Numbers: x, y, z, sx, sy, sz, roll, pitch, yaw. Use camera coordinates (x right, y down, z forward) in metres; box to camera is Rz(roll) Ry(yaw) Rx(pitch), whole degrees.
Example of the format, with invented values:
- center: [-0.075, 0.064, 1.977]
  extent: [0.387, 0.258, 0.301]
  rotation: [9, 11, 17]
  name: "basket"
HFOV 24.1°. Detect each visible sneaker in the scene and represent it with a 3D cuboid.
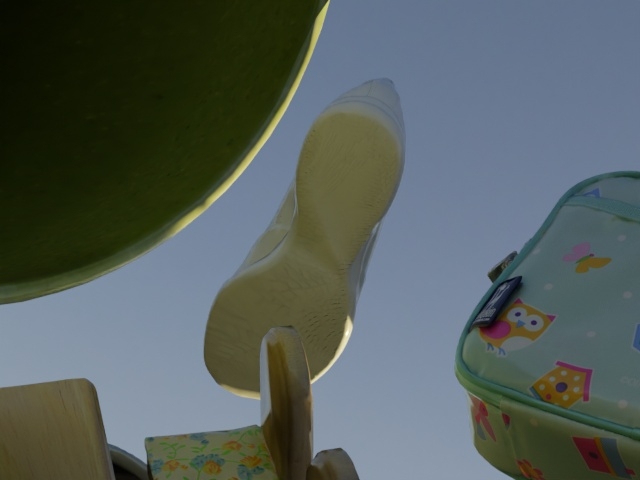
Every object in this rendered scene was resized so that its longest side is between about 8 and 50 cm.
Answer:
- center: [0.000, 0.000, 0.882]
  extent: [0.080, 0.094, 0.212]
  rotation: [27, -62, -2]
  name: "sneaker"

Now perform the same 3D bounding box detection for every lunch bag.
- center: [0.230, 0.064, 0.894]
  extent: [0.279, 0.224, 0.108]
  rotation: [17, -35, 35]
  name: "lunch bag"

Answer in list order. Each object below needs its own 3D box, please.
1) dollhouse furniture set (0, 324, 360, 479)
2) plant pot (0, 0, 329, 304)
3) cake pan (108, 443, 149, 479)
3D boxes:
- center: [-0.089, 0.094, 0.418]
  extent: [0.242, 0.212, 0.161]
  rotation: [-117, -156, -59]
  name: "dollhouse furniture set"
- center: [-0.191, -0.118, 0.488]
  extent: [0.293, 0.275, 0.275]
  rotation: [-1, -47, 48]
  name: "plant pot"
- center: [-0.152, 0.271, 0.933]
  extent: [0.293, 0.293, 0.054]
  rotation: [19, 0, 38]
  name: "cake pan"
